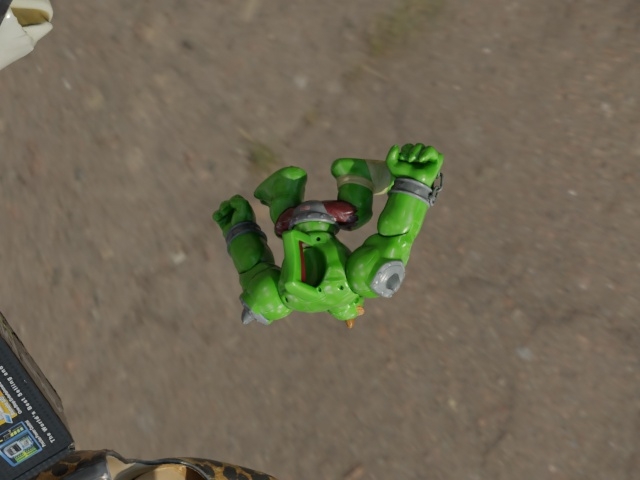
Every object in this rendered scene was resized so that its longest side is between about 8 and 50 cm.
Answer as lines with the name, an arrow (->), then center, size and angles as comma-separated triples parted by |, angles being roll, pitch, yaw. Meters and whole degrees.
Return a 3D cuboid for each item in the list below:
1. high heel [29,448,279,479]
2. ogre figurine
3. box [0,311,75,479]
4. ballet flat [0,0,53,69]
high heel -> -0.096, 0.172, 1.254 | 0.261, 0.186, 0.093 | -10, 68, -37
ogre figurine -> 0.000, 0.000, 1.426 | 0.197, 0.097, 0.118 | -3, 61, 14
box -> -0.297, 0.065, 1.059 | 0.216, 0.060, 0.270 | -31, 119, -3
ballet flat -> -0.114, -0.096, 0.641 | 0.074, 0.074, 0.203 | 26, 131, -15
